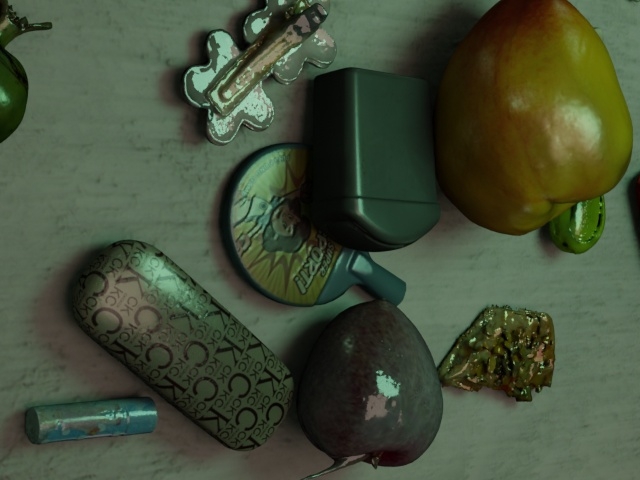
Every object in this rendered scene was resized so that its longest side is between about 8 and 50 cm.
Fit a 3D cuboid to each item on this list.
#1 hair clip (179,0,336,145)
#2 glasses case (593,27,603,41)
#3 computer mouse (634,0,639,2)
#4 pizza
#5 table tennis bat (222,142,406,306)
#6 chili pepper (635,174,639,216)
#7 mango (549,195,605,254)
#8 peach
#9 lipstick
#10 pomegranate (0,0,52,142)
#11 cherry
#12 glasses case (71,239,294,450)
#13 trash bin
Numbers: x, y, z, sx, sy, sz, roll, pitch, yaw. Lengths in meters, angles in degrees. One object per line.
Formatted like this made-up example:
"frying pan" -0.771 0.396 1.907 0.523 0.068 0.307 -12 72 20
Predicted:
"hair clip" -0.072 -0.234 1.599 0.257 0.075 0.146 -45 119 -13
"glasses case" 0.410 -0.311 1.954 0.083 0.021 0.032 -21 111 -31
"computer mouse" 0.487 -0.417 1.984 0.110 0.032 0.055 26 84 -46
"pizza" 0.287 0.173 1.928 0.226 0.069 0.147 13 93 -36
"table tennis bat" 0.000 0.000 1.708 0.329 0.044 0.215 36 72 -33
"chili pepper" 0.631 0.025 2.106 0.134 0.131 0.338 -49 122 -48
"mango" 0.407 -0.057 1.970 0.091 0.074 0.165 26 71 -30
"peach" 0.284 -0.177 1.741 0.289 0.289 0.307 -17 79 -32
"lipstick" -0.281 0.221 1.542 0.158 0.048 0.048 0 99 -35
"pomegranate" -0.373 -0.192 1.353 0.152 0.131 0.191 49 63 -28
"cherry" 0.068 0.210 1.705 0.213 0.184 0.266 25 74 -49
"glasses case" -0.167 0.138 1.585 0.354 0.085 0.137 46 73 -32
"trash bin" 0.072 -0.103 1.678 0.177 0.101 0.236 3 83 -38
